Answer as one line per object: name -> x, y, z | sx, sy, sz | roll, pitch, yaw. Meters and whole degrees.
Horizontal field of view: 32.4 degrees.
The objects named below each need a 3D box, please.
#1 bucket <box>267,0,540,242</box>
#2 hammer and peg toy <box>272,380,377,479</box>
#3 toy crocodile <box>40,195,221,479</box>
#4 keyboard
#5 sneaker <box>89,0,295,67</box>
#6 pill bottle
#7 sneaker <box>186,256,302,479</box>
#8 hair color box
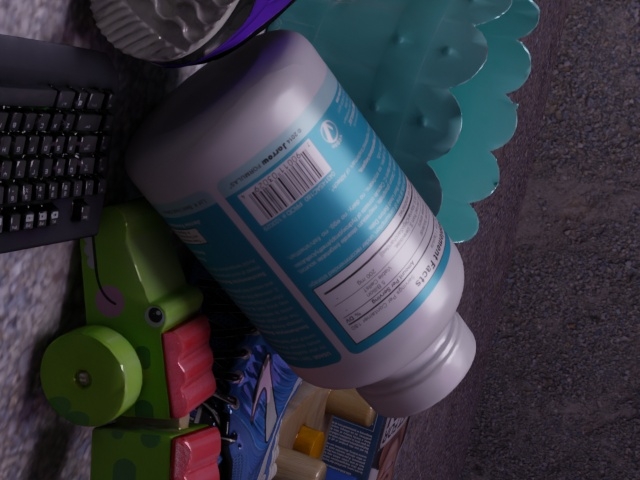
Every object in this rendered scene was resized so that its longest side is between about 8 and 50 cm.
bucket -> 0.067, -0.122, 0.979 | 0.281, 0.183, 0.281 | 19, 90, -73
hammer and peg toy -> -0.058, 0.313, 1.134 | 0.266, 0.127, 0.361 | -35, 140, -67
toy crocodile -> -0.112, 0.140, 0.741 | 0.115, 0.105, 0.340 | -15, 104, -71
keyboard -> -0.194, -0.004, 0.536 | 0.317, 0.033, 0.201 | -16, 122, -69
sneaker -> -0.018, -0.222, 0.674 | 0.293, 0.102, 0.146 | -46, 173, 3
pill bottle -> 0.000, 0.000, 0.749 | 0.264, 0.146, 0.146 | 53, 46, -23
sneaker -> -0.074, 0.106, 0.863 | 0.147, 0.130, 0.330 | -33, 138, -69
hair color box -> 0.042, 0.273, 1.450 | 0.174, 0.105, 0.347 | -28, 134, -66
